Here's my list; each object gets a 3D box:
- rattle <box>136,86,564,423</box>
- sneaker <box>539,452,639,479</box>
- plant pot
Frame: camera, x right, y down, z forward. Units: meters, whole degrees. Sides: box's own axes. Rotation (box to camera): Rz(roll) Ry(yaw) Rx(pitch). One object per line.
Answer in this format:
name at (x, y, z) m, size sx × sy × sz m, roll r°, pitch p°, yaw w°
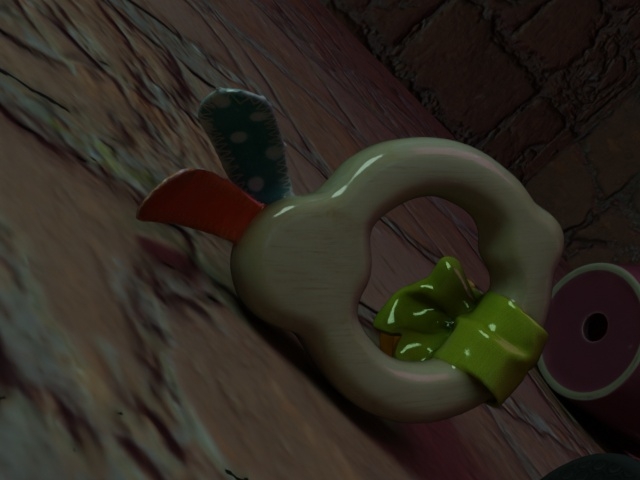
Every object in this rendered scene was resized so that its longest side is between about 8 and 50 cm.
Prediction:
rattle at (0.000, 0.000, 0.501) m, size 0.199 × 0.130 × 0.143 m, roll 14°, pitch 14°, yaw -22°
sneaker at (0.140, 0.198, 0.331) m, size 0.145 × 0.090 × 0.270 m, roll 44°, pitch 15°, yaw -30°
plant pot at (0.307, 0.104, 1.027) m, size 0.180 × 0.201 × 0.201 m, roll 19°, pitch 28°, yaw -36°
